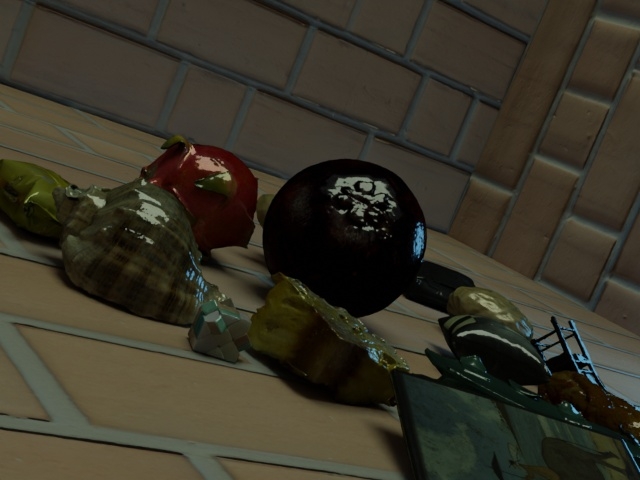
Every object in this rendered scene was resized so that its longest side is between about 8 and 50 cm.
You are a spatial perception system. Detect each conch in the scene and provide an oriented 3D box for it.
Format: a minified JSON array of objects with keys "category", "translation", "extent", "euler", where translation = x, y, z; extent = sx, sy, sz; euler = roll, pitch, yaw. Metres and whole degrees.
[{"category":"conch","translation":[-0.251,-0.001,1.549],"extent":[0.291,0.159,0.210],"euler":[25,6,3]}]

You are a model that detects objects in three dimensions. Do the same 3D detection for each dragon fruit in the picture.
[{"category":"dragon fruit","translation":[-0.229,-0.074,2.000],"extent":[0.227,0.224,0.224],"euler":[19,8,-14]}]

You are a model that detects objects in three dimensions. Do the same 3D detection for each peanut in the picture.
[{"category":"peanut","translation":[0.362,0.169,2.336],"extent":[0.197,0.110,0.233],"euler":[33,10,15]}]

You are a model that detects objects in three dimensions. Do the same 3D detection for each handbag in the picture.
[{"category":"handbag","translation":[0.295,0.114,2.647],"extent":[0.247,0.080,0.223],"euler":[20,8,-16]},{"category":"handbag","translation":[0.293,0.257,1.597],"extent":[0.326,0.089,0.238],"euler":[23,6,-1]}]

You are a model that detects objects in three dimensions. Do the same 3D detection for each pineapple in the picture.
[{"category":"pineapple","translation":[0.012,0.143,1.488],"extent":[0.236,0.114,0.186],"euler":[27,8,9]}]

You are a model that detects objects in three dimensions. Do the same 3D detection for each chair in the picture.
[{"category":"chair","translation":[0.477,0.267,2.136],"extent":[0.106,0.113,0.229],"euler":[13,50,-52]}]

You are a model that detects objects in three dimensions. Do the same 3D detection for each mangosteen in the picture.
[{"category":"mangosteen","translation":[0.038,0.008,1.956],"extent":[0.297,0.293,0.297],"euler":[10,39,-8]}]

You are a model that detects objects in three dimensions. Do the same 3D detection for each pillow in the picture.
[{"category":"pillow","translation":[0.306,0.195,1.999],"extent":[0.186,0.106,0.250],"euler":[23,3,0]}]

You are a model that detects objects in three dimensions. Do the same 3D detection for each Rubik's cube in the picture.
[{"category":"Rubik's cube","translation":[-0.126,0.112,1.442],"extent":[0.084,0.073,0.075],"euler":[15,11,-34]}]

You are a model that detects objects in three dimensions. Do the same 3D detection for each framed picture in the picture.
[{"category":"framed picture","translation":[0.255,0.274,1.334],"extent":[0.347,0.016,0.265],"euler":[18,23,-12]}]

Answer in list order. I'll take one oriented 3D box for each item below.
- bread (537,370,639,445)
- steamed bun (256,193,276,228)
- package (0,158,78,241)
[{"category":"bread","translation":[0.465,0.287,1.894],"extent":[0.124,0.084,0.344],"euler":[20,7,-24]},{"category":"steamed bun","translation":[0.000,0.000,2.228],"extent":[0.292,0.137,0.295],"euler":[22,-12,-24]},{"category":"package","translation":[-0.427,-0.059,1.711],"extent":[0.168,0.090,0.226],"euler":[20,10,-42]}]
